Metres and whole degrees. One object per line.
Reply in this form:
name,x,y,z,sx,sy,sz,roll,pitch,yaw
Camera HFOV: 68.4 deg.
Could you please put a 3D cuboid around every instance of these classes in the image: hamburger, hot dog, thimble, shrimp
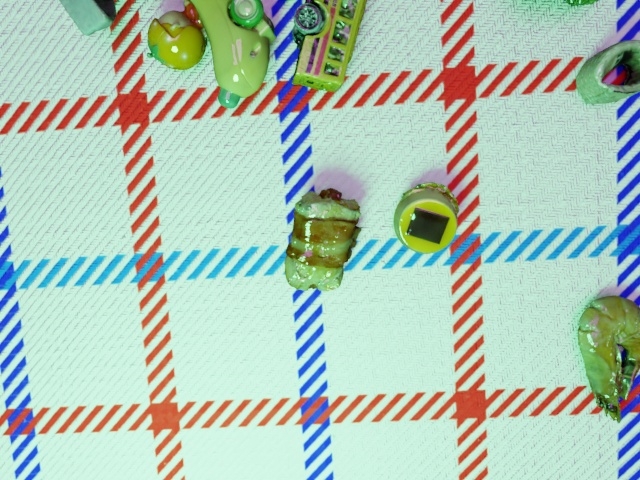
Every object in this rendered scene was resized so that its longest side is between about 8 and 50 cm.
hamburger,0.208,-0.044,0.929,0.126,0.081,0.141,1,108,5
hot dog,0.000,0.000,0.939,0.146,0.103,0.213,13,107,-20
thimble,0.552,-0.311,0.877,0.115,0.090,0.102,-38,93,5
shrimp,0.594,0.240,0.950,0.145,0.061,0.267,-7,93,-6

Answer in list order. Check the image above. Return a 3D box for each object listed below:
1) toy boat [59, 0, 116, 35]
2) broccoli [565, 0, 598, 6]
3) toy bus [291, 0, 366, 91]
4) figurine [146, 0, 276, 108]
toy boat,-0.395,-0.544,0.873,0.293,0.111,0.276,-50,61,8
broccoli,0.445,-0.544,0.799,0.261,0.241,0.269,-42,122,-13
toy bus,0.026,-0.457,0.877,0.123,0.121,0.335,14,97,-7
figurine,-0.228,-0.410,0.898,0.222,0.124,0.324,-42,89,9
